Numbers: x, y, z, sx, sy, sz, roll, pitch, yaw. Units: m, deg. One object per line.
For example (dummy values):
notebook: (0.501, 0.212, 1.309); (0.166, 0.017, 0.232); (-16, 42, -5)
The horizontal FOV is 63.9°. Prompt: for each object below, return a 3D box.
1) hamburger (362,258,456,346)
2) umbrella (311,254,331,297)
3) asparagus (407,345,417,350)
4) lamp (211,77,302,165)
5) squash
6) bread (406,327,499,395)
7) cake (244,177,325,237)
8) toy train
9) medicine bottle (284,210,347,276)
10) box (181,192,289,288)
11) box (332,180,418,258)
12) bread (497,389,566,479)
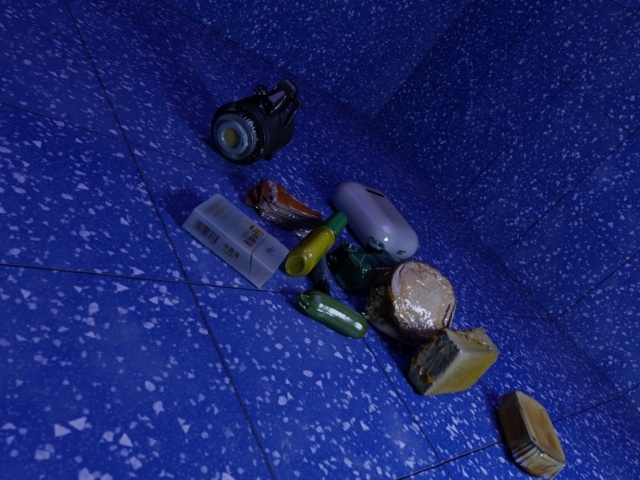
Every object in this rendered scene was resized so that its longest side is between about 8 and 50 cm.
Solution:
hamburger: (0.259, 0.182, 1.474); (0.286, 0.146, 0.243); (-14, 72, -27)
umbrella: (0.003, 0.088, 1.450); (0.052, 0.053, 0.250); (32, 22, -24)
asparagus: (0.288, 0.297, 1.542); (0.030, 0.036, 0.165); (35, 22, 13)
lamp: (-0.230, -0.363, 1.696); (0.205, 0.374, 0.272); (48, 55, 0)
squash: (0.030, 0.184, 1.298); (0.219, 0.068, 0.077); (30, 30, -23)
bread: (0.366, 0.330, 1.418); (0.275, 0.184, 0.114); (11, 31, -49)
cake: (-0.090, -0.092, 1.574); (0.287, 0.098, 0.135); (32, 24, -19)
toy train: (0.141, 0.069, 1.587); (0.269, 0.115, 0.154); (3, 33, -44)
medicine bottle: (0.000, 0.000, 1.452); (0.076, 0.111, 0.309); (45, 37, 0)
box: (-0.204, -0.003, 1.274); (0.243, 0.067, 0.155); (38, 24, -4)
box: (0.211, -0.078, 1.964); (0.289, 0.141, 0.349); (10, 37, -49)
bread: (0.593, 0.550, 1.465); (0.136, 0.107, 0.241); (33, 23, -12)
